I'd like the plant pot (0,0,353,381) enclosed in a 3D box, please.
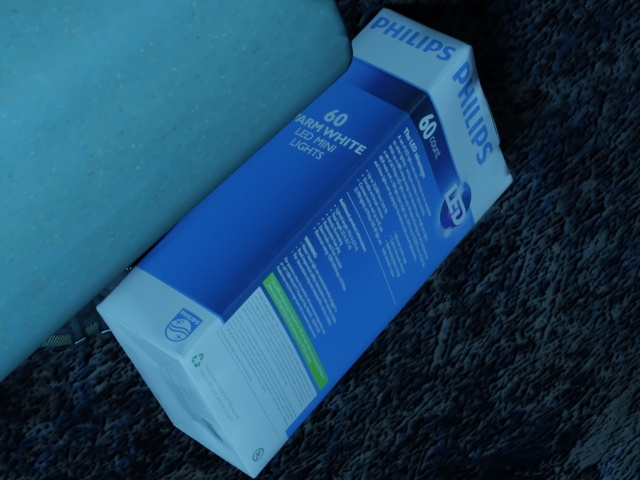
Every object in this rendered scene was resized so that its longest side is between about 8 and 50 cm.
[{"bbox_3d":[-0.188,-0.081,0.783,0.334,0.341,0.341,-36,139,-4],"label":"plant pot"}]

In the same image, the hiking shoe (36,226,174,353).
[{"bbox_3d":[-0.144,0.020,1.084,0.227,0.086,0.114,6,151,-41],"label":"hiking shoe"}]

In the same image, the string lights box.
[{"bbox_3d":[0.000,0.000,1.054,0.259,0.077,0.133,-48,142,-19],"label":"string lights box"}]
